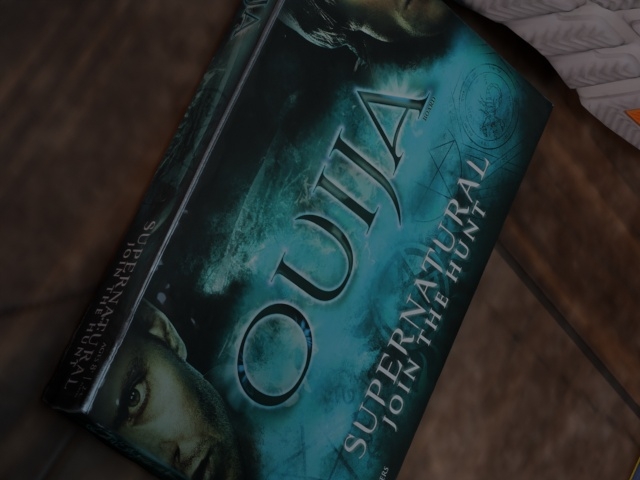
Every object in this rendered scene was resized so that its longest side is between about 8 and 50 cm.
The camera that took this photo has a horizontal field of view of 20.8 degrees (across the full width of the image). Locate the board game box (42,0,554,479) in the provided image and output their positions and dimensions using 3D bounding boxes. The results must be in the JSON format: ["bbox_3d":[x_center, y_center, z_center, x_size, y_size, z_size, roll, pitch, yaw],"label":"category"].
[{"bbox_3d":[0.000,0.000,0.571,0.126,0.026,0.186,37,68,-35],"label":"board game box"}]

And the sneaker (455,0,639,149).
[{"bbox_3d":[0.103,-0.164,0.609,0.321,0.125,0.180,37,64,-46],"label":"sneaker"}]

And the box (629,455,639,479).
[{"bbox_3d":[0.175,0.074,0.699,0.054,0.059,0.169,42,65,-30],"label":"box"}]
